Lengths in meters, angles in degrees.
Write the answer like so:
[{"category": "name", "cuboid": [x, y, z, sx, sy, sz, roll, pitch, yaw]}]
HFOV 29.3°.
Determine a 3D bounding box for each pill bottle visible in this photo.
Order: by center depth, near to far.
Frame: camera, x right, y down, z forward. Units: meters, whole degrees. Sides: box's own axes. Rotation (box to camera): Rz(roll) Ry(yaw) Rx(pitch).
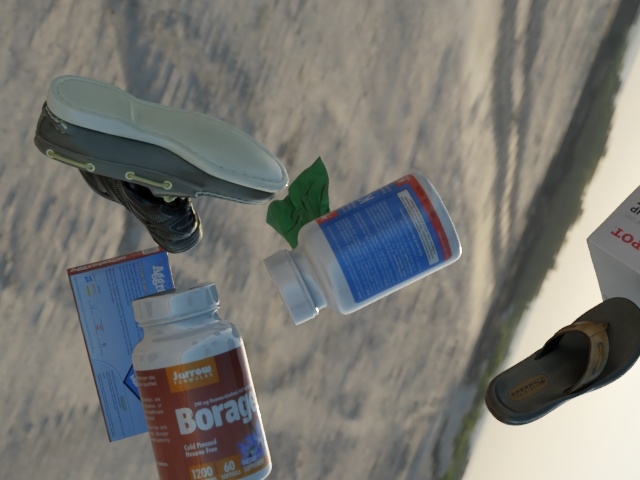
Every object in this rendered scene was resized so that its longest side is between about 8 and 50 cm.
[{"category": "pill bottle", "cuboid": [-0.132, 0.158, 1.305, 0.121, 0.121, 0.216, -26, 103, -75]}, {"category": "pill bottle", "cuboid": [0.048, 0.015, 1.496, 0.221, 0.124, 0.124, -26, 162, -5]}]

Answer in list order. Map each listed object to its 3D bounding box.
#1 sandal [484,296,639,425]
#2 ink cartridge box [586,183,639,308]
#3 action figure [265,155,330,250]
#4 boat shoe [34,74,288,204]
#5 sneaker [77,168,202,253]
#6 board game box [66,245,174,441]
[{"category": "sandal", "cuboid": [0.280, 0.129, 1.381, 0.219, 0.090, 0.060, -26, 144, -15]}, {"category": "ink cartridge box", "cuboid": [0.491, 0.008, 1.466, 0.270, 0.198, 0.197, -44, 141, -11]}, {"category": "action figure", "cuboid": [0.000, 0.000, 1.758, 0.137, 0.063, 0.232, -53, -143, 25]}, {"category": "boat shoe", "cuboid": [-0.190, -0.103, 1.472, 0.109, 0.305, 0.091, -96, -150, -53]}, {"category": "sneaker", "cuboid": [-0.246, -0.091, 1.608, 0.087, 0.227, 0.130, -36, 151, -21]}, {"category": "board game box", "cuboid": [-0.270, 0.154, 1.800, 0.027, 0.145, 0.281, -129, -152, -64]}]
